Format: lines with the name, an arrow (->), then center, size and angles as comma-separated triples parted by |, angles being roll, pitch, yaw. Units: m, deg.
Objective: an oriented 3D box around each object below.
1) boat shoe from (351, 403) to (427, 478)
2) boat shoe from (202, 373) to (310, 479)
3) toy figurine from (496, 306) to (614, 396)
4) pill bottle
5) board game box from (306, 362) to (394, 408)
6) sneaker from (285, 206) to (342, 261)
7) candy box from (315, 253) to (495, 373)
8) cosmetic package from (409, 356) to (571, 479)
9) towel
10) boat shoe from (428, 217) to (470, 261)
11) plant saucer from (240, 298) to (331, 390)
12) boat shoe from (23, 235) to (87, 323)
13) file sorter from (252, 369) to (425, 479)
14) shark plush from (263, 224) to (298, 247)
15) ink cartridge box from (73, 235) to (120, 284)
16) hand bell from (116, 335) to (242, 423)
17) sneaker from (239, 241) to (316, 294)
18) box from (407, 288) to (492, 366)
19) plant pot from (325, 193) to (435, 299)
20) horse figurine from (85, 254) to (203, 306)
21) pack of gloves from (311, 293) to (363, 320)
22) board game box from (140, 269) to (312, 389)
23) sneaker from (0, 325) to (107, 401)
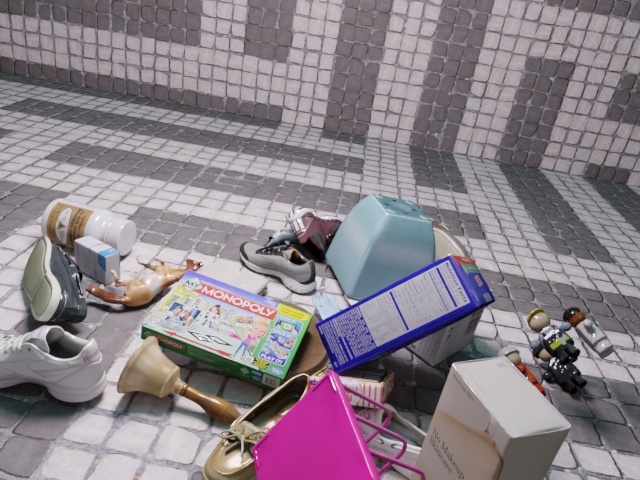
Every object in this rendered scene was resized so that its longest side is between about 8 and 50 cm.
boat shoe -> 0.113, 0.358, 1.062 | 0.277, 0.096, 0.098 | 21, 31, 24
boat shoe -> -0.111, 0.348, 1.012 | 0.105, 0.089, 0.285 | 22, 29, 22
toy figurine -> 0.550, 0.259, 1.285 | 0.213, 0.209, 0.148 | -3, 39, -27
pill bottle -> -0.652, -0.033, 1.539 | 0.229, 0.131, 0.131 | 14, 27, 8
board game box -> 0.067, 0.293, 1.113 | 0.147, 0.045, 0.193 | 3, -4, 15
sneaker -> 0.000, 0.000, 1.765 | 0.281, 0.106, 0.162 | 13, 53, -52
candy box -> 0.188, 0.152, 1.148 | 0.268, 0.317, 0.122 | 12, 52, -66
cosmetic package -> 0.252, 0.359, 0.869 | 0.113, 0.309, 0.160 | -1, 28, -22
towel -> -0.270, 0.143, 1.414 | 0.187, 0.049, 0.282 | 16, 27, 14
boat shoe -> 0.410, 0.001, 1.865 | 0.097, 0.116, 0.324 | -8, 26, -26
plant saucer -> -0.099, 0.230, 1.264 | 0.278, 0.041, 0.277 | 12, 34, -8
boat shoe -> -0.633, 0.097, 1.318 | 0.113, 0.127, 0.340 | 27, 3, -39
file sorter -> 0.049, 0.393, 0.821 | 0.182, 0.202, 0.290 | 35, 15, -30
shark plush -> -0.114, -0.008, 1.769 | 0.161, 0.073, 0.067 | -14, 66, -49
ink cartridge box -> -0.591, 0.051, 1.439 | 0.123, 0.088, 0.052 | 22, 29, 24
hand bell -> -0.261, 0.301, 1.072 | 0.242, 0.126, 0.126 | 27, 29, 6
sneaker -> -0.120, 0.054, 1.580 | 0.272, 0.108, 0.100 | 23, 31, 27
box -> 0.314, 0.189, 1.372 | 0.182, 0.180, 0.119 | -16, 39, -42
plant pot -> 0.190, 0.010, 1.577 | 0.247, 0.252, 0.248 | 9, 25, -20
horse figurine -> -0.453, 0.103, 1.390 | 0.175, 0.066, 0.263 | 24, 39, 33
pack of gloves -> 0.082, 0.221, 1.410 | 0.195, 0.046, 0.232 | 10, 27, -26
board game box -> -0.198, 0.190, 1.201 | 0.317, 0.046, 0.213 | 19, 35, 6
sneaker -> -0.565, 0.214, 1.054 | 0.305, 0.152, 0.114 | 8, 28, 0
